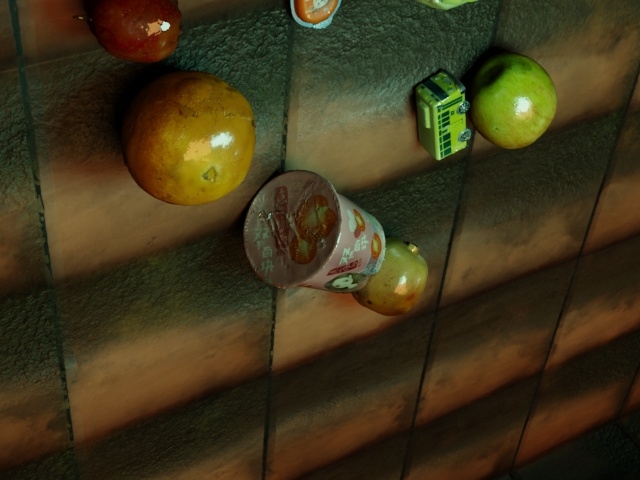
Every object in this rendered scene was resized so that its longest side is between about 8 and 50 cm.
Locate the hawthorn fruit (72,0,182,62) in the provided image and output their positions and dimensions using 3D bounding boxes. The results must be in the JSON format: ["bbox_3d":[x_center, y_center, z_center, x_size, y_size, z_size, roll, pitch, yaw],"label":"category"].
[{"bbox_3d":[-0.303,-0.352,1.620,0.172,0.148,0.148,-9,132,-23],"label":"hawthorn fruit"}]

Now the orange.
[{"bbox_3d":[-0.230,-0.177,1.780,0.240,0.240,0.240,-22,137,-21],"label":"orange"}]

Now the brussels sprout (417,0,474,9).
[{"bbox_3d":[0.236,-0.560,1.762,0.344,0.344,0.268,-39,175,-1],"label":"brussels sprout"}]

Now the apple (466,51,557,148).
[{"bbox_3d":[0.404,-0.302,2.183,0.196,0.196,0.196,-22,137,-21],"label":"apple"}]

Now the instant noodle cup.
[{"bbox_3d":[0.000,0.000,2.124,0.243,0.243,0.231,-50,146,12],"label":"instant noodle cup"}]

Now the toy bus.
[{"bbox_3d":[0.258,-0.266,2.182,0.101,0.088,0.175,-27,140,-13],"label":"toy bus"}]

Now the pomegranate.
[{"bbox_3d":[0.157,0.080,2.363,0.191,0.191,0.191,-22,137,-21],"label":"pomegranate"}]

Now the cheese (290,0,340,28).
[{"bbox_3d":[-0.016,-0.476,1.806,0.106,0.037,0.256,-30,141,-14],"label":"cheese"}]
